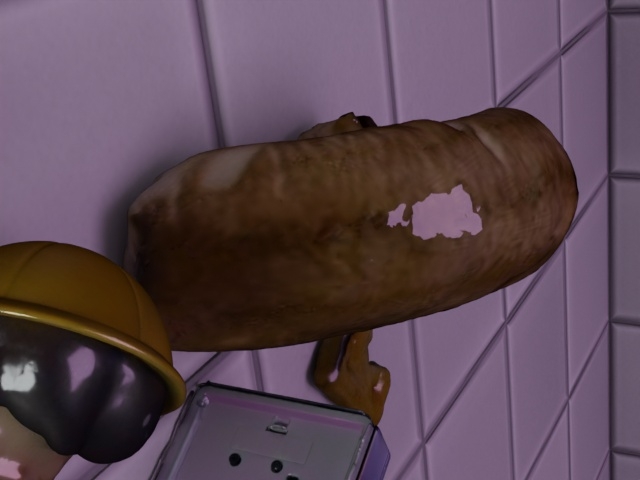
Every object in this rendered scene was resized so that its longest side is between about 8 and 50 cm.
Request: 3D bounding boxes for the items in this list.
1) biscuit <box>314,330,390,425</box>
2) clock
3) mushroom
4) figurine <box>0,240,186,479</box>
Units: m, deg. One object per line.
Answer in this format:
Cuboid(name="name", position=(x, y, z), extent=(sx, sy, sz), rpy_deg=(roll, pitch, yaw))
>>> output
Cuboid(name="biscuit", position=(0.052, 0.137, 1.277), extent=(0.183, 0.039, 0.174), rpy_deg=(58, 43, -50))
Cuboid(name="clock", position=(-0.048, 0.219, 0.931), extent=(0.144, 0.193, 0.073), rpy_deg=(-67, 149, -30))
Cuboid(name="mushroom", position=(0.025, 0.005, 0.949), extent=(0.397, 0.314, 0.224), rpy_deg=(-21, 110, -54))
Cuboid(name="figurine", position=(-0.208, 0.118, 0.650), extent=(0.256, 0.167, 0.192), rpy_deg=(-53, 158, -11))
